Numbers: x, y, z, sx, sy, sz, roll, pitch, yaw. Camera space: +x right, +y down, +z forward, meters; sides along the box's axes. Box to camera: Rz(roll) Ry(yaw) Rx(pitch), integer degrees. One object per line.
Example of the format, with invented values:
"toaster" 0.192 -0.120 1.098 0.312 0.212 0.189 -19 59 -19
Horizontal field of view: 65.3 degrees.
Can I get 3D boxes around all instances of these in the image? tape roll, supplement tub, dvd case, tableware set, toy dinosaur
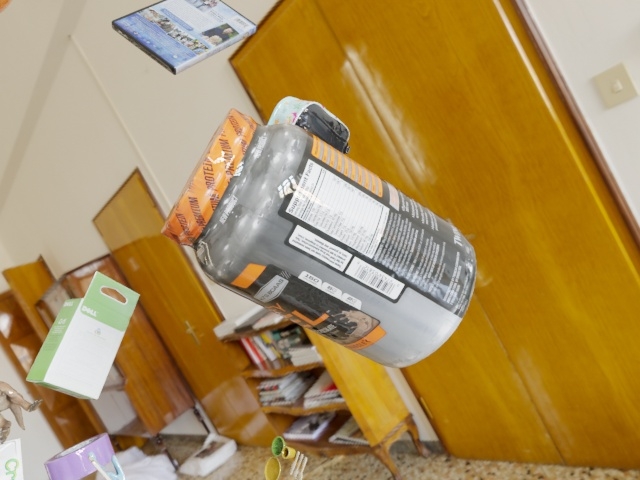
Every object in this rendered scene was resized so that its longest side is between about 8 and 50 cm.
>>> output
"tape roll" -0.745 0.679 1.551 0.189 0.080 0.189 -23 -4 -2
"supplement tub" 0.000 0.000 0.607 0.207 0.338 0.207 -52 19 26
"dvd case" -0.284 -0.457 1.071 0.253 0.180 0.022 -45 -13 -35
"tableware set" -0.086 0.462 0.953 0.104 0.024 0.154 12 80 50
"toy dinosaur" -0.799 0.363 1.167 0.127 0.200 0.295 -60 -22 -17

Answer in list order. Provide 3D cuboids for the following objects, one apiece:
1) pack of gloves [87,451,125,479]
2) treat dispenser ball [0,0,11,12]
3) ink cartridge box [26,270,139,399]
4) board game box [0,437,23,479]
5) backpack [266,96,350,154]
"pack of gloves" -0.416 0.540 1.089 0.046 0.232 0.195 -42 8 -33
"treat dispenser ball" -0.896 -0.680 1.208 0.288 0.288 0.288 -29 4 2
"ink cartridge box" -0.429 0.174 0.920 0.062 0.109 0.209 -8 55 34
"board game box" -0.759 0.615 1.094 0.193 0.305 0.053 1 -23 -45
"backpack" -0.055 -0.281 1.416 0.253 0.191 0.225 25 -91 -61
